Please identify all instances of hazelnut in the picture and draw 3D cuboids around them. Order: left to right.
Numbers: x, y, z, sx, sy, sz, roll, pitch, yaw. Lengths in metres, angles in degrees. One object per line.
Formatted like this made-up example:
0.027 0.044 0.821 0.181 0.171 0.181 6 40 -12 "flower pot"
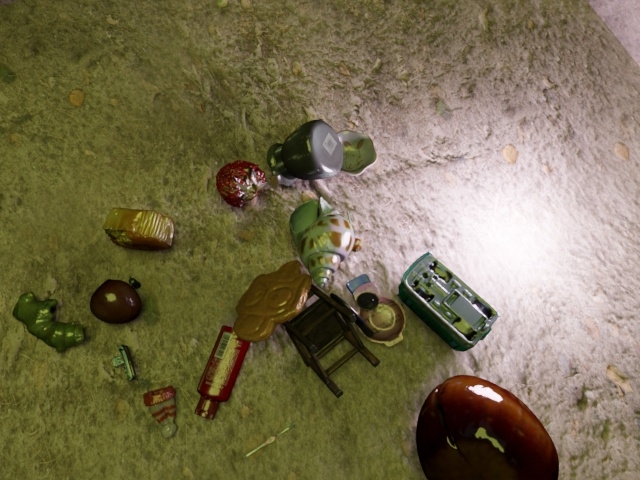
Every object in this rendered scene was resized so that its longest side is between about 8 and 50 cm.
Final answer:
0.501 0.643 1.512 0.430 0.402 0.402 32 72 12 "hazelnut"

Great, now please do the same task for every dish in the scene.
0.119 -0.343 2.011 0.230 0.081 0.229 -1 65 2 "dish"

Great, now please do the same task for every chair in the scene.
-0.015 0.314 1.718 0.203 0.416 0.240 -38 119 -14 "chair"

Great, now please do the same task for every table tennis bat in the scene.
0.111 0.257 1.661 0.027 0.236 0.150 -47 34 -9 "table tennis bat"

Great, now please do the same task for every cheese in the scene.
0.202 0.254 1.791 0.189 0.074 0.285 -29 69 -12 "cheese"

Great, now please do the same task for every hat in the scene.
-0.531 0.584 1.651 0.112 0.093 0.162 -18 89 2 "hat"

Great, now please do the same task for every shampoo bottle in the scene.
-0.343 0.456 1.697 0.118 0.076 0.313 19 70 0 "shampoo bottle"

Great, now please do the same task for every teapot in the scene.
-0.081 -0.361 1.915 0.285 0.224 0.304 -15 69 37 "teapot"

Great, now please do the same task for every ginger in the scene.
-0.969 0.288 1.739 0.290 0.089 0.137 38 65 13 "ginger"

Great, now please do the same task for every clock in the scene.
0.170 0.219 1.769 0.084 0.010 0.074 10 60 17 "clock"

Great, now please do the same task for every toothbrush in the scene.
-0.173 0.678 1.650 0.204 0.022 0.017 -30 70 -9 "toothbrush"

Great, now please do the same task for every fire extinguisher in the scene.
-0.686 0.158 1.795 0.025 0.083 0.037 -9 68 -5 "fire extinguisher"

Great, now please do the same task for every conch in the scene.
0.000 -0.001 1.794 0.250 0.197 0.368 2 31 9 "conch"

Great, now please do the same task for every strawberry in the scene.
-0.328 -0.233 1.912 0.202 0.184 0.186 31 107 32 "strawberry"

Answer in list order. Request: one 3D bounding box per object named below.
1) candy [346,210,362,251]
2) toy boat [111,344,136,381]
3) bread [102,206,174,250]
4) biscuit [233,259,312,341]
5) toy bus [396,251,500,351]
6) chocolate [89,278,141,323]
0.125 -0.038 1.917 0.056 0.049 0.184 -31 58 34 "candy"
-0.690 0.429 1.705 0.066 0.059 0.139 -15 67 -26 "toy boat"
-0.673 -0.037 1.821 0.251 0.179 0.133 9 74 2 "bread"
-0.167 0.199 1.716 0.270 0.051 0.375 -1 41 32 "biscuit"
0.438 0.226 1.740 0.184 0.199 0.343 -41 76 -18 "toy bus"
-0.722 0.227 1.731 0.177 0.176 0.176 1 69 -1 "chocolate"
